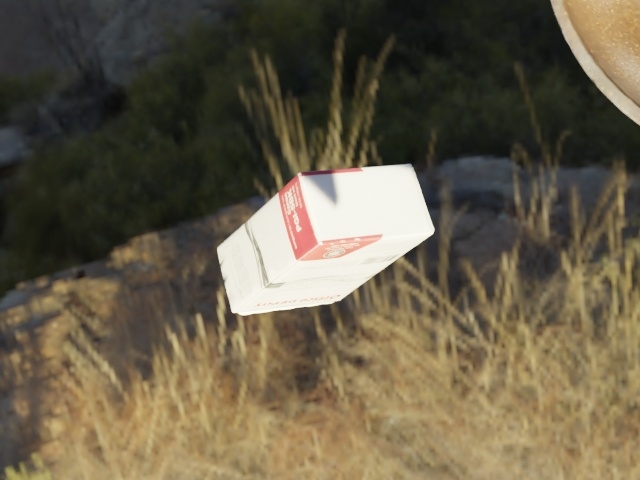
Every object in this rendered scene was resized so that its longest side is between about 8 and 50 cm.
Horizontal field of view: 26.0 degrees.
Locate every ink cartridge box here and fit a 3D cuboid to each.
[{"bbox_3d":[0.000,0.000,0.988,0.099,0.056,0.135,-6,-19,-34],"label":"ink cartridge box"}]

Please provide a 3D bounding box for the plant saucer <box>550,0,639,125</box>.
[{"bbox_3d":[0.212,-0.143,0.421,0.311,0.050,0.310,-24,49,31],"label":"plant saucer"}]
